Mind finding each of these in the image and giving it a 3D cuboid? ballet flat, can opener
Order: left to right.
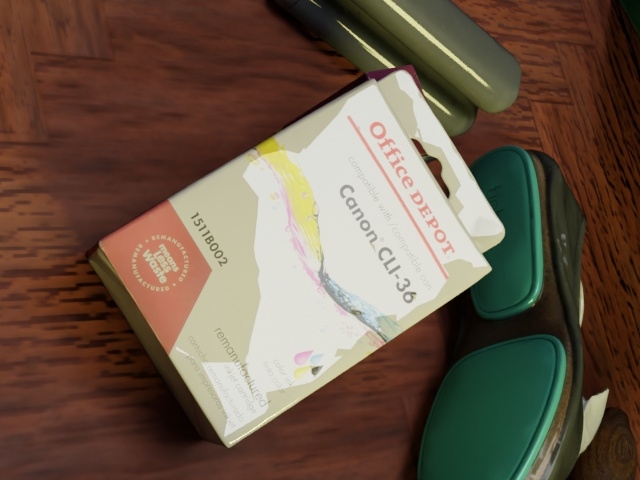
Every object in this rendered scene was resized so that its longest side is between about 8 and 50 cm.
[{"bbox_3d":[0.012,-0.172,0.830,0.280,0.074,0.093,39,48,-22],"label":"can opener"},{"bbox_3d":[0.125,0.069,0.807,0.096,0.095,0.280,42,47,-36],"label":"ballet flat"}]

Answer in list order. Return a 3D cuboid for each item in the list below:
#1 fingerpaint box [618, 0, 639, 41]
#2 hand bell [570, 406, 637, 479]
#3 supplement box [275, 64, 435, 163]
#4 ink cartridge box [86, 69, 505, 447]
[{"bbox_3d":[0.423,-0.025,0.957,0.371,0.163,0.445,36,25,-24],"label":"fingerpaint box"},{"bbox_3d":[0.155,0.174,0.789,0.126,0.126,0.242,49,35,-13],"label":"hand bell"},{"bbox_3d":[0.023,-0.056,0.777,0.043,0.083,0.055,-15,80,-45],"label":"supplement box"},{"bbox_3d":[0.000,0.000,0.681,0.198,0.067,0.115,-33,93,-16],"label":"ink cartridge box"}]
